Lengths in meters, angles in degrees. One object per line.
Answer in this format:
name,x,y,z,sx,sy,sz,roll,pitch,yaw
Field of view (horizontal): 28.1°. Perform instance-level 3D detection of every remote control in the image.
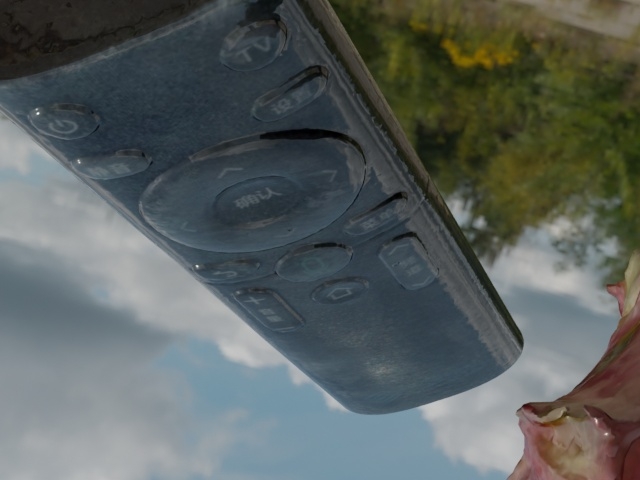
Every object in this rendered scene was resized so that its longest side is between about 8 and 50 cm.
remote control,0.000,0.000,0.524,0.107,0.044,0.377,-23,153,9

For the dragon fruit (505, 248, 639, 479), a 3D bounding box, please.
dragon fruit,0.166,0.058,0.397,0.274,0.161,0.126,20,178,-24
